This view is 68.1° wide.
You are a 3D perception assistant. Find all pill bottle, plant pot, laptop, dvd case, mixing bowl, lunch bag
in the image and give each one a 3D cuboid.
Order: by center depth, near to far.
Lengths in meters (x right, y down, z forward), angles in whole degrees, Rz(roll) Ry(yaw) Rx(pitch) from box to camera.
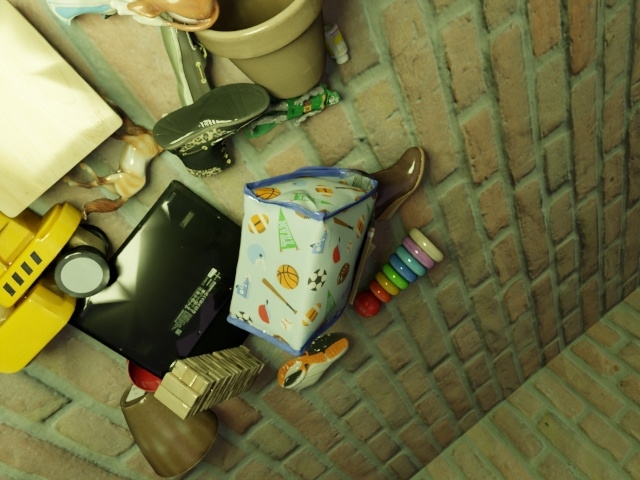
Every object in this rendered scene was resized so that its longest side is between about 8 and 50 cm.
[{"bbox_3d":[-0.088,-0.405,0.911,0.263,0.263,0.229,-42,149,-2],"label":"plant pot"},{"bbox_3d":[0.034,-0.445,1.073,0.043,0.043,0.083,-39,132,-4],"label":"pill bottle"},{"bbox_3d":[-0.017,0.013,1.087,0.385,0.239,0.328,-28,136,-55],"label":"lunch bag"},{"bbox_3d":[-0.315,0.136,1.181,0.408,0.236,0.382,38,76,-15],"label":"laptop"},{"bbox_3d":[-0.420,0.281,1.215,0.181,0.098,0.181,-17,116,-37],"label":"mixing bowl"},{"bbox_3d":[0.109,0.035,1.248,0.018,0.164,0.221,13,115,1],"label":"dvd case"},{"bbox_3d":[-0.436,0.487,1.306,0.215,0.215,0.230,-34,116,-9],"label":"plant pot"}]

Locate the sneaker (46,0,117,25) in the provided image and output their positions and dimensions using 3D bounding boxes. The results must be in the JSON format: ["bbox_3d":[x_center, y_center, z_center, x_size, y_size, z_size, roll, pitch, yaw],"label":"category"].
[{"bbox_3d":[-0.351,-0.440,0.821,0.237,0.085,0.086,-26,156,-20],"label":"sneaker"}]

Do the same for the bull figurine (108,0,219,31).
[{"bbox_3d":[-0.260,-0.487,0.748,0.188,0.101,0.310,-14,92,-13],"label":"bull figurine"}]

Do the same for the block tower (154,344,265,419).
[{"bbox_3d":[-0.250,0.334,1.155,0.091,0.097,0.335,-60,164,4],"label":"block tower"}]

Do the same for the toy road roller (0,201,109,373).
[{"bbox_3d":[-0.587,0.062,0.923,0.329,0.202,0.240,-49,120,-2],"label":"toy road roller"}]

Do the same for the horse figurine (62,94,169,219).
[{"bbox_3d":[-0.398,-0.161,0.958,0.174,0.066,0.263,23,92,-53],"label":"horse figurine"}]

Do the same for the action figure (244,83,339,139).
[{"bbox_3d":[-0.060,-0.305,1.082,0.232,0.063,0.137,-22,156,-18],"label":"action figure"}]

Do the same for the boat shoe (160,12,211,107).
[{"bbox_3d":[-0.257,-0.349,0.934,0.068,0.081,0.228,-23,136,-20],"label":"boat shoe"}]

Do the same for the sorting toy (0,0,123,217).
[{"bbox_3d":[-0.524,-0.221,0.804,0.255,0.089,0.257,-42,114,-2],"label":"sorting toy"}]

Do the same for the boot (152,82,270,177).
[{"bbox_3d":[-0.207,-0.223,0.987,0.236,0.085,0.178,-24,163,-2],"label":"boot"}]

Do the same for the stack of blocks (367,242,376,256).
[{"bbox_3d":[0.000,0.000,1.314,0.171,0.087,0.297,-50,132,5],"label":"stack of blocks"}]

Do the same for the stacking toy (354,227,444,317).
[{"bbox_3d":[0.233,0.116,1.525,0.330,0.141,0.141,-45,133,10],"label":"stacking toy"}]

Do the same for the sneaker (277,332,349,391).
[{"bbox_3d":[-0.013,0.411,1.583,0.262,0.099,0.121,-33,139,0],"label":"sneaker"}]

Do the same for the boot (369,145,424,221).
[{"bbox_3d":[0.164,-0.163,1.307,0.207,0.090,0.248,9,118,-38],"label":"boot"}]
